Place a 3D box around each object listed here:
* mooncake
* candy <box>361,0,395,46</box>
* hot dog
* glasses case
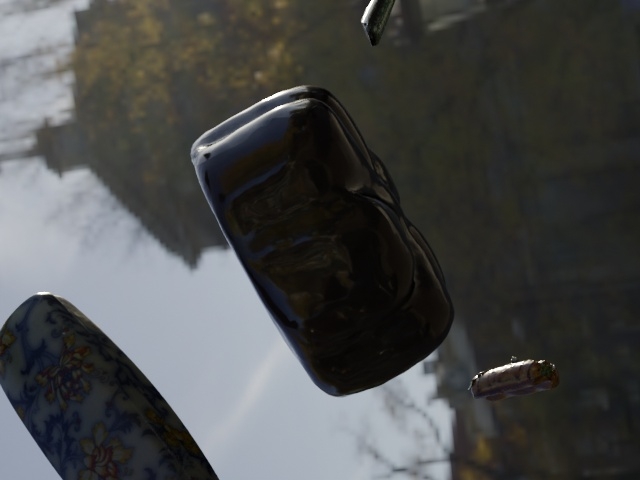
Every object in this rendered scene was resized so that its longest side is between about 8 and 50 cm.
[{"bbox_3d":[0.000,0.000,1.285,0.245,0.133,0.245,58,-172,-13],"label":"mooncake"},{"bbox_3d":[0.066,-0.218,1.416,0.323,0.097,0.097,-66,-34,-61],"label":"candy"},{"bbox_3d":[0.198,0.141,1.746,0.049,0.122,0.037,16,-111,-35],"label":"hot dog"},{"bbox_3d":[-0.145,0.137,1.187,0.065,0.087,0.248,4,-142,-52],"label":"glasses case"}]
